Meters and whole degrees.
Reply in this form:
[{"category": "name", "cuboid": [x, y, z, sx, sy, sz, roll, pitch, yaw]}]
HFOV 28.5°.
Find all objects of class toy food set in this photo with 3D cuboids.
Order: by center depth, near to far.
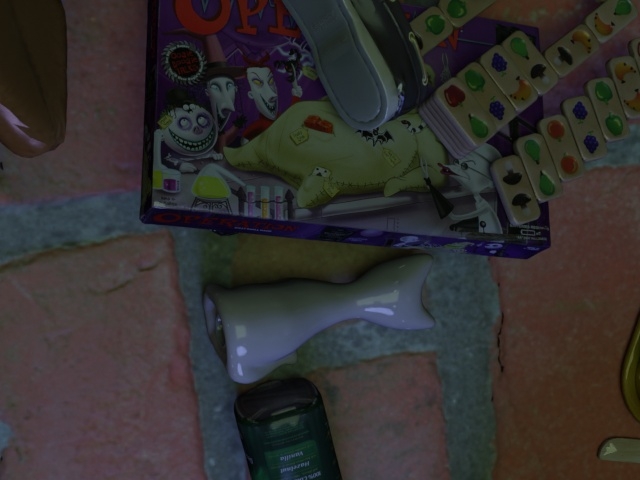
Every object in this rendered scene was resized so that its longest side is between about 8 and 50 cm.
[{"category": "toy food set", "cuboid": [0.365, 0.130, 1.213, 0.128, 0.071, 0.217, 15, 96, -16]}]

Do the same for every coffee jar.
[{"category": "coffee jar", "cuboid": [-0.019, 0.222, 1.121, 0.079, 0.096, 0.184, -16, 102, -8]}]

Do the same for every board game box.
[{"category": "board game box", "cuboid": [0.027, -0.102, 1.043, 0.347, 0.056, 0.208, 5, 70, -20]}]

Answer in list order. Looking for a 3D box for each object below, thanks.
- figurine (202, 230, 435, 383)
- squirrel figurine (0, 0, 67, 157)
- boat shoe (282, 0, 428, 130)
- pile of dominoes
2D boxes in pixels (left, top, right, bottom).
[{"category": "figurine", "cuboid": [0.000, 0.000, 1.098, 0.209, 0.092, 0.214, -11, 103, -16]}, {"category": "squirrel figurine", "cuboid": [-0.356, -0.234, 0.828, 0.397, 0.370, 0.281, 46, 50, -47]}, {"category": "boat shoe", "cuboid": [0.016, -0.201, 0.994, 0.069, 0.081, 0.227, -27, 97, -41]}, {"category": "pile of dominoes", "cuboid": [0.196, -0.155, 1.077, 0.251, 0.040, 0.196, -39, 92, -25]}]
